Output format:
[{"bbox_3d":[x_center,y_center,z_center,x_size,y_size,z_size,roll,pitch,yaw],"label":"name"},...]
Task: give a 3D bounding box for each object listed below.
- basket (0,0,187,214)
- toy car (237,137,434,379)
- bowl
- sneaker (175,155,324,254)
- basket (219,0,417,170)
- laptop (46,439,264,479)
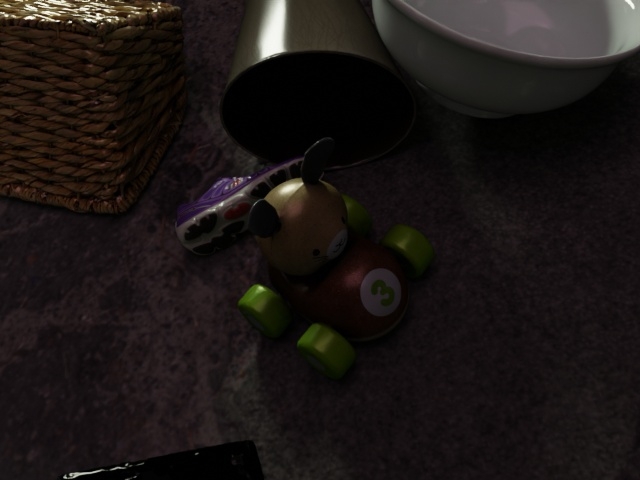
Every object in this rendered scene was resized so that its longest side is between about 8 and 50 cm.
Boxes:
[{"bbox_3d":[-0.317,-0.182,0.936,0.299,0.223,0.213,8,25,20],"label":"basket"},{"bbox_3d":[0.000,0.000,0.662,0.149,0.188,0.155,29,67,30],"label":"toy car"},{"bbox_3d":[0.178,-0.222,0.782,0.298,0.134,0.298,6,48,-7],"label":"bowl"},{"bbox_3d":[-0.079,-0.052,0.799,0.170,0.068,0.071,-24,47,-2],"label":"sneaker"},{"bbox_3d":[-0.011,-0.211,0.843,0.204,0.154,0.227,3,48,-11],"label":"basket"},{"bbox_3d":[-0.159,0.313,0.592,0.264,0.136,0.234,-6,50,-21],"label":"laptop"}]
